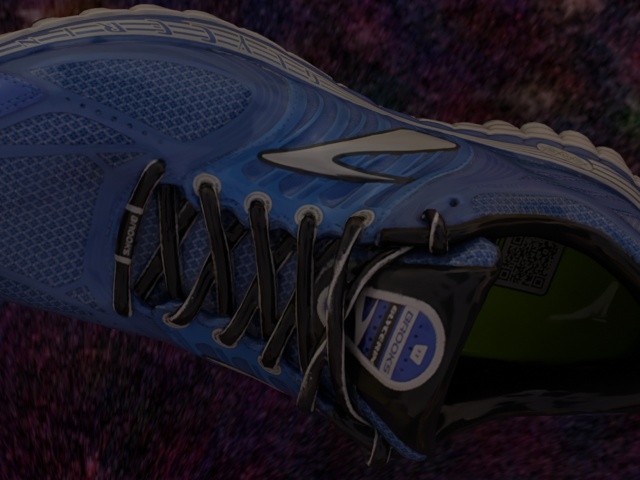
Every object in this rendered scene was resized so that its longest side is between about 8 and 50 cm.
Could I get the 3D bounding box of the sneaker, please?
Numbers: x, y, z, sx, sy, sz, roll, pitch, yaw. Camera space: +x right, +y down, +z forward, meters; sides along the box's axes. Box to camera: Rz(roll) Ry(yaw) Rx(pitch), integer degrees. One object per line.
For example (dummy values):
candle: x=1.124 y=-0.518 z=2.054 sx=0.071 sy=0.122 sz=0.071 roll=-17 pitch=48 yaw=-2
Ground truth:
sneaker: x=0.000 y=0.000 z=0.561 sx=0.330 sy=0.147 sz=0.129 roll=8 pitch=111 yaw=-14
